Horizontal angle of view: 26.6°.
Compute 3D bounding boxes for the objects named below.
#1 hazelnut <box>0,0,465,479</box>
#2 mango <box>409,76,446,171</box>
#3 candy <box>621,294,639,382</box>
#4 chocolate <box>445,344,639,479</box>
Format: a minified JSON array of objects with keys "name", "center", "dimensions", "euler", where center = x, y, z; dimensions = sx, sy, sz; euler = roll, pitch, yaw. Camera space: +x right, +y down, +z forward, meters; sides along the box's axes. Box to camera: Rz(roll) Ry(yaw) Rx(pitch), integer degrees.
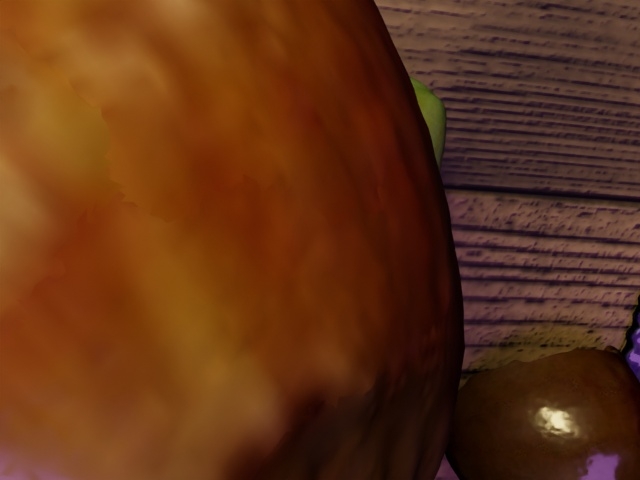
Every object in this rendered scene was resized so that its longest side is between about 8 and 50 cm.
[{"name":"hazelnut","center":[-0.151,0.011,0.484],"dimensions":[0.420,0.353,0.421],"euler":[0,89,-13]},{"name":"mango","center":[0.000,0.000,0.708],"dimensions":[0.130,0.092,0.195],"euler":[26,103,-37]},{"name":"candy","center":[0.345,0.077,0.901],"dimensions":[0.275,0.070,0.145],"euler":[17,117,5]},{"name":"chocolate","center":[0.149,0.130,0.886],"dimensions":[0.133,0.127,0.124],"euler":[-22,102,4]}]
